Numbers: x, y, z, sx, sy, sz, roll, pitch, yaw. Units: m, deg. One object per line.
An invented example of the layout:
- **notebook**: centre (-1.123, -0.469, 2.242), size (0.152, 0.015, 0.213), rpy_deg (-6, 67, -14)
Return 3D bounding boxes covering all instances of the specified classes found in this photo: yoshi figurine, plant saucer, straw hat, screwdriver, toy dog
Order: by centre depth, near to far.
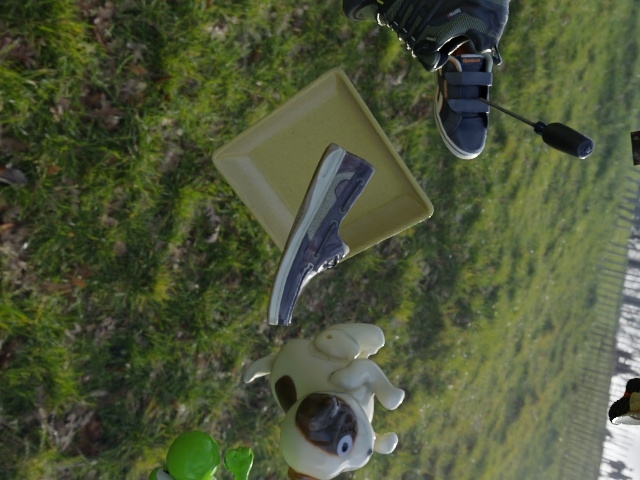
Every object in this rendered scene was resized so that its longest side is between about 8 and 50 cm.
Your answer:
- **screwdriver**: centre (0.206, -0.118, 0.560), size (0.170, 0.025, 0.024), rpy_deg (-118, -153, -58)
- **yoshi figurine**: centre (-0.192, 0.503, 1.132), size (0.203, 0.362, 0.203), rpy_deg (-60, 151, -26)
- **plant saucer**: centre (0.006, -0.127, 1.137), size (0.332, 0.333, 0.081), rpy_deg (54, 28, -15)
- **straw hat**: centre (0.702, 0.359, 1.230), size (0.144, 0.145, 0.061), rpy_deg (69, 21, -62)
- **toy dog**: centre (0.012, 0.388, 1.372), size (0.408, 0.396, 0.284), rpy_deg (-96, -155, -71)

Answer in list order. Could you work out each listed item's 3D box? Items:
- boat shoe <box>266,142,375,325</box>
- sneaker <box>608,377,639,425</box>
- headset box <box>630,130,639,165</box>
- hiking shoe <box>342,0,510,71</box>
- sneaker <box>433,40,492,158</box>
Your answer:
- **boat shoe**: centre (0.000, 0.000, 0.843), size (0.103, 0.092, 0.285), rpy_deg (125, -15, -87)
- **sneaker**: centre (0.799, 0.429, 1.456), size (0.161, 0.057, 0.075), rpy_deg (-40, 108, -29)
- **headset box**: centre (0.707, -0.197, 1.220), size (0.032, 0.062, 0.083), rpy_deg (-13, 97, -29)
- **hiking shoe**: centre (0.124, -0.276, 0.725), size (0.086, 0.227, 0.114), rpy_deg (-13, 112, -56)
- **sneaker**: centre (0.343, -0.364, 1.366), size (0.127, 0.126, 0.321), rpy_deg (136, -53, -71)
